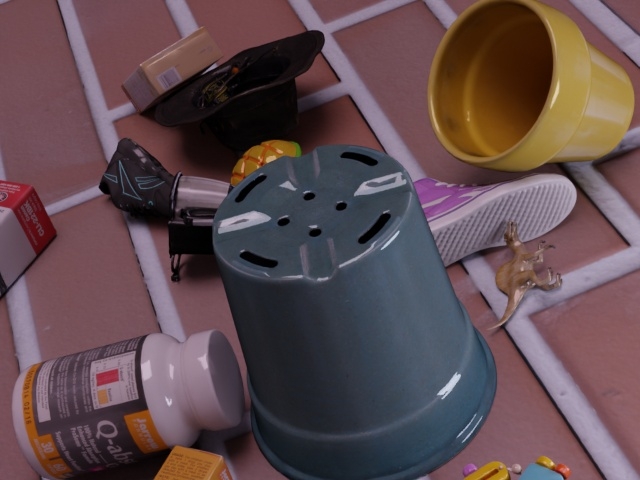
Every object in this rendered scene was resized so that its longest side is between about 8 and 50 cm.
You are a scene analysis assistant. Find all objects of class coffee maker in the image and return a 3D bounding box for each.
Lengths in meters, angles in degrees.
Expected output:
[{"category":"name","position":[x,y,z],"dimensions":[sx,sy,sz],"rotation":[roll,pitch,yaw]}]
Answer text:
[{"category":"coffee maker","position":[-0.140,-0.021,1.989],"dimensions":[0.178,0.171,0.120],"rotation":[5,49,2]}]

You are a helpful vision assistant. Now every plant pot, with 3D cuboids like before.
[{"category":"plant pot","position":[0.329,-0.217,1.911],"dimensions":[0.239,0.254,0.254],"rotation":[8,21,-39]},{"category":"plant pot","position":[0.028,0.081,1.638],"dimensions":[0.341,0.334,0.341],"rotation":[-11,39,9]}]

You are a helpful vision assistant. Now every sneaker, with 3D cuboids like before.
[{"category":"sneaker","position":[-0.279,-0.072,2.150],"dimensions":[0.106,0.101,0.267],"rotation":[-50,45,-3]},{"category":"sneaker","position":[0.226,-0.062,1.914],"dimensions":[0.282,0.102,0.161],"rotation":[-18,36,1]}]

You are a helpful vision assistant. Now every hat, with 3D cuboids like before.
[{"category":"hat","position":[-0.118,-0.233,2.221],"dimensions":[0.331,0.134,0.331],"rotation":[-23,21,9]}]

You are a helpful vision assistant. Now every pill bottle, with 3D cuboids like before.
[{"category":"pill bottle","position":[-0.253,0.213,1.712],"dimensions":[0.278,0.162,0.162],"rotation":[-15,39,13]}]

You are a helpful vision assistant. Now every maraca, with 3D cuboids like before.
[{"category":"maraca","position":[-0.102,-0.091,2.084],"dimensions":[0.186,0.099,0.127],"rotation":[-38,27,16]}]

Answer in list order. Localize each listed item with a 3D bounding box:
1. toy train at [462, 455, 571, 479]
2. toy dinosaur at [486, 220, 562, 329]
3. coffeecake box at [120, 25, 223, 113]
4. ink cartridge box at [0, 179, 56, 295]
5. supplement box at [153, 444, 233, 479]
[{"category":"toy train","position":[0.220,0.317,1.515],"dimensions":[0.166,0.046,0.125],"rotation":[-12,40,12]},{"category":"toy dinosaur","position":[0.285,0.056,1.802],"dimensions":[0.093,0.053,0.183],"rotation":[-9,51,29]},{"category":"coffeecake box","position":[-0.274,-0.309,2.353],"dimensions":[0.142,0.068,0.185],"rotation":[-35,7,-19]},{"category":"ink cartridge box","position":[-0.604,0.023,2.127],"dimensions":[0.197,0.114,0.273],"rotation":[9,47,30]},{"category":"supplement box","position":[-0.192,0.368,1.589],"dimensions":[0.080,0.078,0.233],"rotation":[5,45,26]}]
